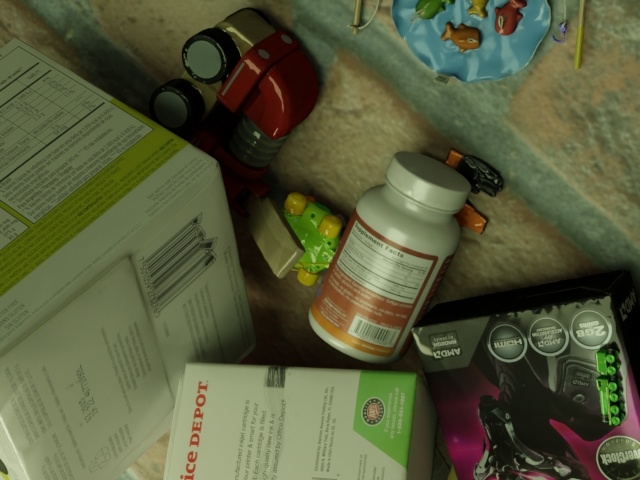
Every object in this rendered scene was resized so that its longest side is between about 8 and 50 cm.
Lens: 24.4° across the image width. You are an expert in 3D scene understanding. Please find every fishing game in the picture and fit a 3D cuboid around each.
[{"bbox_3d":[0.149,-0.250,1.541,0.264,0.041,0.189,16,115,22],"label":"fishing game"}]

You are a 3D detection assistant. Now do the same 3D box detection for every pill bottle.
[{"bbox_3d":[0.079,0.017,1.624,0.121,0.121,0.216,30,111,14],"label":"pill bottle"}]

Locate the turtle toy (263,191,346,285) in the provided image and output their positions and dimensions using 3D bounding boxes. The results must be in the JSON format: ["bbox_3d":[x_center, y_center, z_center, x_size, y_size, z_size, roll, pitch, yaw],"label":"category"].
[{"bbox_3d":[0.000,0.000,1.712,0.130,0.066,0.095,32,120,12],"label":"turtle toy"}]

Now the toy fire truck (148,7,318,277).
[{"bbox_3d":[-0.075,-0.102,1.659,0.246,0.158,0.217,41,124,3],"label":"toy fire truck"}]

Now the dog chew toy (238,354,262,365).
[{"bbox_3d":[-0.062,0.277,1.796,0.206,0.207,0.331,-41,80,35],"label":"dog chew toy"}]

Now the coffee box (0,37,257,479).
[{"bbox_3d":[-0.320,0.047,1.646,0.334,0.338,0.337,31,149,28],"label":"coffee box"}]

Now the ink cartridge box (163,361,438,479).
[{"bbox_3d":[-0.021,0.245,1.621,0.273,0.115,0.198,1,71,20],"label":"ink cartridge box"}]

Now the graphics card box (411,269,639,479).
[{"bbox_3d":[0.263,0.230,1.593,0.233,0.094,0.370,-11,101,28],"label":"graphics card box"}]

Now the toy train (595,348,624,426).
[{"bbox_3d":[0.290,0.147,1.490,0.024,0.017,0.083,2,107,32],"label":"toy train"}]

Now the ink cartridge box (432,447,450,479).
[{"bbox_3d":[0.132,0.371,1.732,0.056,0.181,0.224,-24,99,33],"label":"ink cartridge box"}]

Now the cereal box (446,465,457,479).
[{"bbox_3d":[0.255,0.217,1.679,0.173,0.047,0.240,25,119,16],"label":"cereal box"}]

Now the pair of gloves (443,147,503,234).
[{"bbox_3d":[0.161,-0.054,1.636,0.074,0.010,0.083,31,121,17],"label":"pair of gloves"}]
